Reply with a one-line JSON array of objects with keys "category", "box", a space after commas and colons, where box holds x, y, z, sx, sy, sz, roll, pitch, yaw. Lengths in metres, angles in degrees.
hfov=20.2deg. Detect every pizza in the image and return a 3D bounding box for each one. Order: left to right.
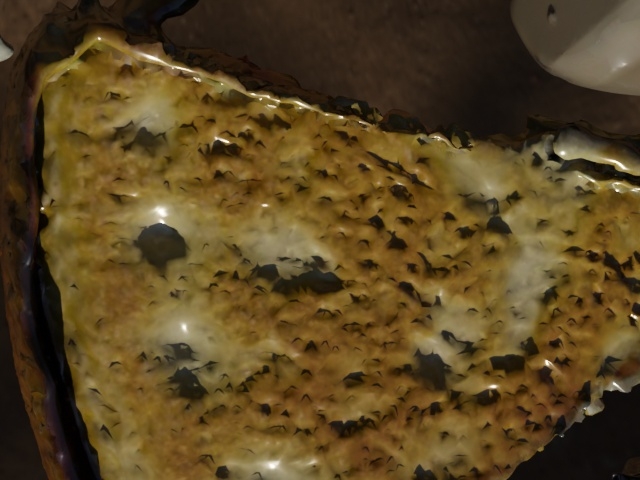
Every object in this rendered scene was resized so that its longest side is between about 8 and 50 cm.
[{"category": "pizza", "box": [0.000, 0.000, 0.667, 0.287, 0.074, 0.251, -36, 104, -2]}]

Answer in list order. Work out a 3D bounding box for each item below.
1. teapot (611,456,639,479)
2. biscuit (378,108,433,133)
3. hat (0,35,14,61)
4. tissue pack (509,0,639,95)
[{"category": "teapot", "box": [0.333, 0.278, 1.706, 0.087, 0.096, 0.177, -18, 112, 49]}, {"category": "biscuit", "box": [-0.014, 0.033, 1.569, 0.078, 0.455, 0.350, 35, 104, 5]}, {"category": "hat", "box": [-0.420, -0.222, 1.686, 0.226, 0.164, 0.219, -31, 94, 22]}, {"category": "tissue pack", "box": [0.259, -0.312, 1.314, 0.276, 0.387, 0.267, -11, 162, -31]}]
